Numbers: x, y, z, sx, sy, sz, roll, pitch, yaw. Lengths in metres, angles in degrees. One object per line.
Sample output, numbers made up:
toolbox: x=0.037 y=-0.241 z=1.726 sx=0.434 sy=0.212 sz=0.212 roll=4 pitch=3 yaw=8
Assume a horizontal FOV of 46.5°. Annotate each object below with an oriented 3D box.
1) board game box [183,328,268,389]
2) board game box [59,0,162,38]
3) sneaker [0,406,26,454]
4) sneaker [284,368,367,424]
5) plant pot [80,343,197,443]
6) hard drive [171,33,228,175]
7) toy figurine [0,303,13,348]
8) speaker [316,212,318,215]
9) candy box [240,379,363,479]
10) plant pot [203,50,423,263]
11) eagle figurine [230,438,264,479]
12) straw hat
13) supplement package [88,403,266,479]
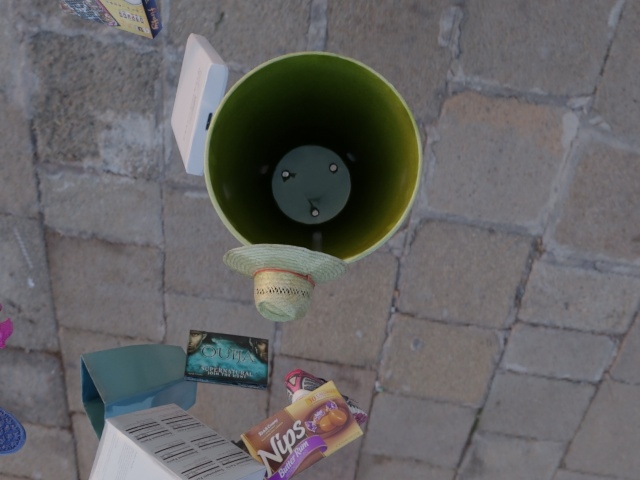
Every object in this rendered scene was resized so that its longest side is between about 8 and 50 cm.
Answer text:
board game box: x=-0.211 y=0.269 z=1.690 sx=0.186 sy=0.126 sz=0.026 roll=9 pitch=137 yaw=-13
board game box: x=-0.468 y=-0.536 z=1.594 sx=0.243 sy=0.042 sz=0.165 roll=20 pitch=150 yaw=15
sneaker: x=-0.608 y=0.312 z=1.291 sx=0.232 sy=0.081 sz=0.090 roll=20 pitch=159 yaw=6
sneaker: x=0.017 y=0.384 z=1.747 sx=0.120 sy=0.112 sz=0.299 roll=-33 pitch=144 yaw=5
plant pot: x=-0.412 y=0.341 z=1.721 sx=0.234 sy=0.165 sz=0.166 roll=-14 pitch=132 yaw=-31
hard drive: x=-0.274 y=-0.311 z=1.650 sx=0.047 sy=0.353 sz=0.233 roll=9 pitch=111 yaw=-21
toy figurine: x=-0.628 y=0.134 z=1.326 sx=0.159 sy=0.173 sz=0.130 roll=25 pitch=131 yaw=-32
speaker: x=0.000 y=0.000 z=1.692 sx=0.055 sy=0.055 sz=0.136 roll=17 pitch=106 yaw=-4
candy box: x=-0.032 y=0.337 z=1.295 sx=0.186 sy=0.053 sz=0.109 roll=-30 pitch=76 yaw=-6
plant pot: x=-0.013 y=-0.093 z=1.073 sx=0.274 sy=0.293 sz=0.275 roll=0 pitch=87 yaw=-2
eagle figurine: x=-0.214 y=0.566 z=1.585 sx=0.226 sy=0.298 sz=0.225 roll=17 pitch=171 yaw=26
straw hat: x=-0.040 y=0.055 z=0.806 sx=0.144 sy=0.061 sz=0.144 roll=2 pitch=160 yaw=1
supplement package: x=-0.221 y=0.381 z=1.093 sx=0.203 sy=0.149 sz=0.194 roll=25 pitch=103 yaw=31
